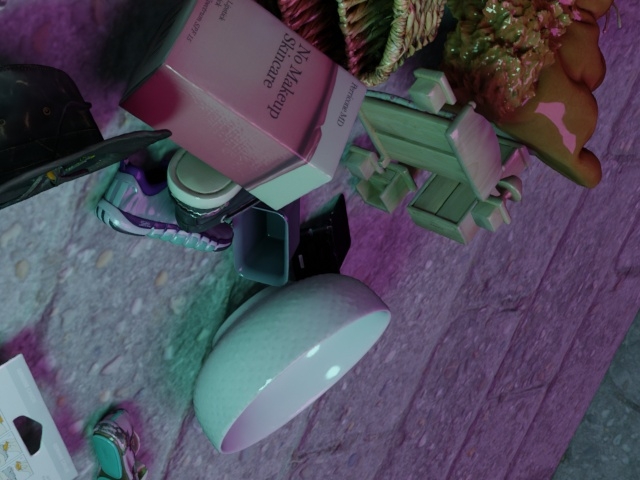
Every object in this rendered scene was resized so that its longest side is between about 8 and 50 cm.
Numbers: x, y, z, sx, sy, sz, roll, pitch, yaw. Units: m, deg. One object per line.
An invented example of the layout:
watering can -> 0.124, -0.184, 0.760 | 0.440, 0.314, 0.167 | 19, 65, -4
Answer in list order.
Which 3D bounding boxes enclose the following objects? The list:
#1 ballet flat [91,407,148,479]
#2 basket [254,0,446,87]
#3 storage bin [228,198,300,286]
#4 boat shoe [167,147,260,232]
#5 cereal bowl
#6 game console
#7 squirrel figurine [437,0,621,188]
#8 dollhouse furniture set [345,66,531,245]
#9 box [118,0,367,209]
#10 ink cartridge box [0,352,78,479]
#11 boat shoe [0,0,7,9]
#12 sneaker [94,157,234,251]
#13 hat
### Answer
ballet flat -> -0.296, 0.338, 1.531 | 0.079, 0.077, 0.221 | -47, 149, -46
basket -> 0.009, -0.317, 1.213 | 0.223, 0.213, 0.299 | -38, 142, -23
storage bin -> -0.076, -0.018, 1.480 | 0.091, 0.098, 0.135 | -59, 157, -48
boat shoe -> -0.078, -0.124, 1.338 | 0.340, 0.127, 0.113 | -53, 167, -39
cereal bowl -> -0.061, 0.165, 1.553 | 0.339, 0.141, 0.339 | -37, 162, -14
game console -> 0.000, 0.000, 1.642 | 0.107, 0.071, 0.122 | -14, 135, -3
squirrel figurine -> 0.337, -0.336, 1.547 | 0.370, 0.281, 0.397 | -62, 148, -1
dollhouse furniture set -> 0.150, -0.180, 1.455 | 0.173, 0.303, 0.355 | -51, 137, -17
box -> -0.086, -0.167, 1.175 | 0.232, 0.127, 0.148 | 33, 59, -22
ink cartridge box -> -0.455, 0.280, 1.297 | 0.239, 0.060, 0.275 | -36, 140, -26
boat shoe -> -0.286, -0.285, 0.992 | 0.341, 0.127, 0.158 | 23, 107, -47
sneaker -> -0.182, -0.048, 1.330 | 0.224, 0.083, 0.098 | 12, 104, -52
hat -> -0.326, -0.102, 1.031 | 0.331, 0.331, 0.133 | -26, 99, -35
